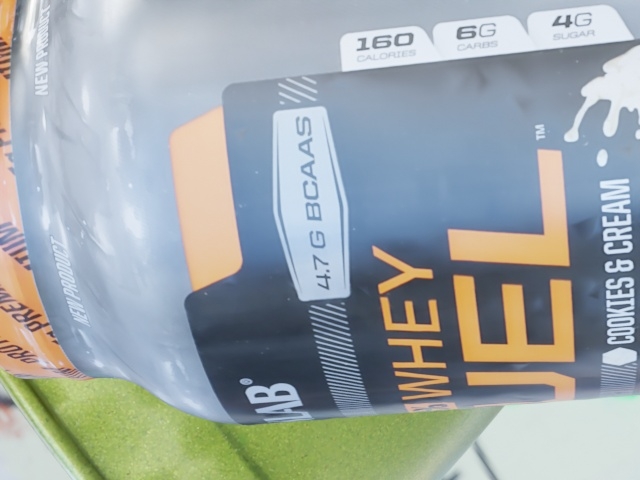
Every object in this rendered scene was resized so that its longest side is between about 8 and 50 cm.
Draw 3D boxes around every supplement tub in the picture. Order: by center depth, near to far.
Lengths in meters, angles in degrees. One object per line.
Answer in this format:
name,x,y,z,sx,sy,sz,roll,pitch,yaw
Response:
supplement tub,0.050,-0.043,0.446,0.193,0.316,0.194,-6,-90,-81

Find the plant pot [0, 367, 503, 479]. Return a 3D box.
plant pot,0.000,0.000,0.862,0.366,0.353,0.366,52,177,4
